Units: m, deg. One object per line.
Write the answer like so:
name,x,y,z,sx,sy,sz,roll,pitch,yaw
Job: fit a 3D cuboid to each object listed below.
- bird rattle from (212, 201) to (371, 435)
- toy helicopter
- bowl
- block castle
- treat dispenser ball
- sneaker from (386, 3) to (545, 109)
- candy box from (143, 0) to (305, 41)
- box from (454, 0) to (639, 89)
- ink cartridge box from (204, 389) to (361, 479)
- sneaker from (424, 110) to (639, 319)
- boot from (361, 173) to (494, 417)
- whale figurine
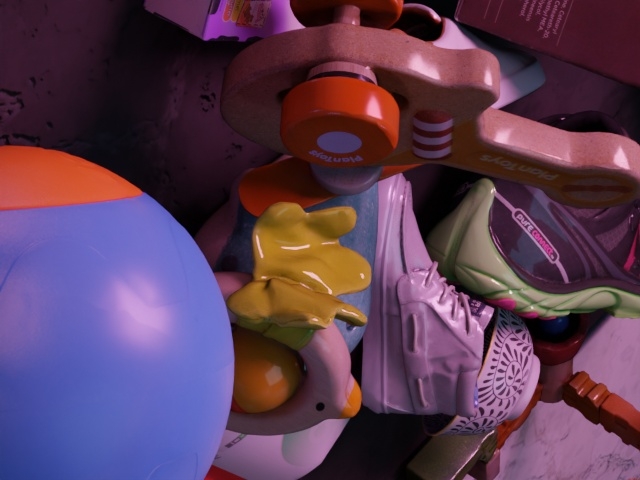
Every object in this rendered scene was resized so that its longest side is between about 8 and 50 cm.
bird rattle,-0.075,0.080,1.266,0.143,0.253,0.207,-82,152,-52
toy helicopter,0.088,-0.076,1.267,0.355,0.235,0.140,14,62,-23
bowl,0.180,0.142,1.725,0.170,0.080,0.170,-157,-90,-80
block castle,0.229,0.288,1.794,0.453,0.303,0.213,-43,150,-23
treat dispenser ball,-0.200,0.083,1.060,0.288,0.288,0.288,-33,139,-35
sneaker,0.121,-0.165,1.478,0.106,0.123,0.290,-26,180,24
candy box,-0.025,-0.238,1.247,0.196,0.070,0.165,-6,119,-51
box,0.251,-0.246,1.446,0.168,0.203,0.167,-38,149,-68
ink cartridge box,-0.070,0.205,1.553,0.224,0.056,0.181,-59,147,-4
sneaker,0.306,-0.033,1.753,0.483,0.185,0.202,-5,120,-55
boot,0.105,0.052,1.560,0.095,0.123,0.258,-66,158,-60
whale figurine,0.000,0.000,1.402,0.272,0.141,0.216,-58,147,-10
